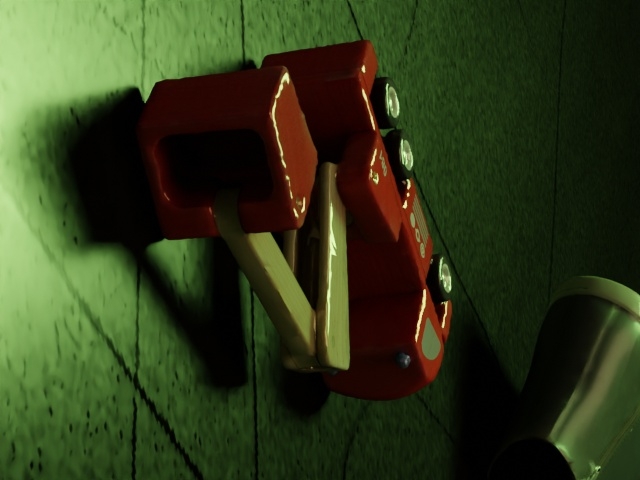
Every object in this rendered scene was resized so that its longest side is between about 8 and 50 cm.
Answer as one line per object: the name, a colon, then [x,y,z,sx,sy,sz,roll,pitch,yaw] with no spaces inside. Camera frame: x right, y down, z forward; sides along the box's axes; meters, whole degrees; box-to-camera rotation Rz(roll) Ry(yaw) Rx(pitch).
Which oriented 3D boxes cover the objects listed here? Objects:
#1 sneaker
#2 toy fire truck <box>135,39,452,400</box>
sneaker: [0.138,0.132,0.986,0.118,0.083,0.222,-57,148,-35]
toy fire truck: [0.000,0.000,0.632,0.135,0.047,0.192,-73,151,-50]
